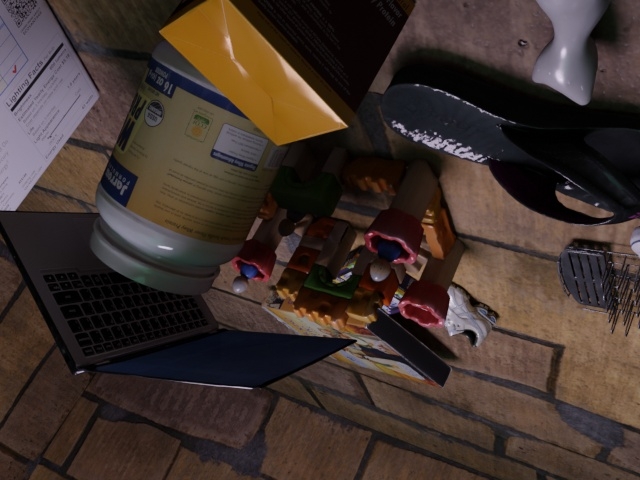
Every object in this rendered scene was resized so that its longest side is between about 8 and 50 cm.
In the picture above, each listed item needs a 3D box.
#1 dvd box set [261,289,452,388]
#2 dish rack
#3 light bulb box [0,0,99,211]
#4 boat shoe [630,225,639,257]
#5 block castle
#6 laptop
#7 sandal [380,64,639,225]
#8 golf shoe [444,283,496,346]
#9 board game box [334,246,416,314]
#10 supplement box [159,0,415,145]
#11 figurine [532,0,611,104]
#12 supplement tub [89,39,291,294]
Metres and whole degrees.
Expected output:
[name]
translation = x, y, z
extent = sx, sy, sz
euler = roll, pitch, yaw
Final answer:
[dvd box set]
translation = 0.079, 0.239, 1.758
extent = 0.308, 0.062, 0.421
euler = 41, 158, -32
[dish rack]
translation = 0.495, 0.092, 1.066
extent = 0.272, 0.074, 0.208
euler = 11, 150, 34
[light bulb box]
translation = -0.609, -0.259, 1.164
extent = 0.226, 0.357, 0.361
euler = 17, 153, 18
[boat shoe]
translation = 0.502, 0.065, 0.868
extent = 0.258, 0.084, 0.095
euler = 27, 166, 12
[block castle]
translation = 0.000, 0.000, 1.228
extent = 0.454, 0.212, 0.303
euler = 12, 152, 30
[laptop]
translation = -0.199, 0.067, 1.079
extent = 0.407, 0.236, 0.382
euler = 58, -162, 11
[sandal]
translation = 0.280, -0.090, 0.878
extent = 0.446, 0.107, 0.167
euler = 19, 156, 16
[golf shoe]
translation = 0.266, 0.144, 1.398
extent = 0.176, 0.086, 0.069
euler = 33, 158, -8
[board game box]
translation = 0.117, 0.088, 1.487
extent = 0.170, 0.048, 0.141
euler = 33, 158, -12
[supplement box]
translation = -0.030, -0.247, 0.780
extent = 0.191, 0.194, 0.129
euler = 42, 152, -29
[figurine]
translation = 0.288, -0.184, 0.658
extent = 0.215, 0.092, 0.209
euler = 35, 163, 30
[supplement tub]
translation = -0.185, -0.103, 1.017
extent = 0.229, 0.316, 0.228
euler = 25, -168, -6
